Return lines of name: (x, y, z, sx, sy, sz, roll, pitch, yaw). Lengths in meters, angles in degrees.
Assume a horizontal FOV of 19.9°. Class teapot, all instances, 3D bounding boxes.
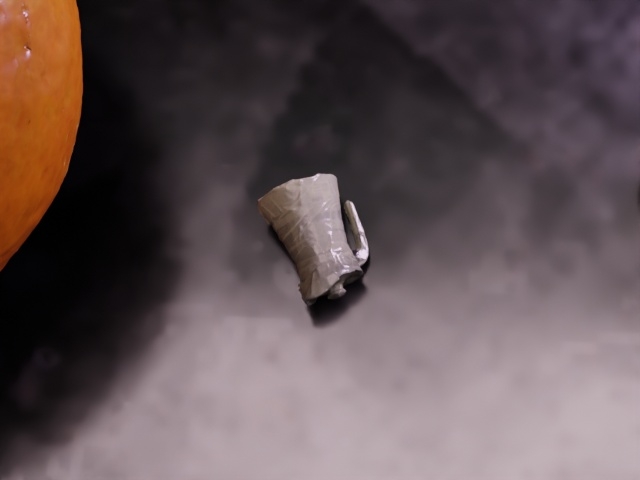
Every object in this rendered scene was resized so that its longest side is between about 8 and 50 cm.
teapot: (0.000, 0.000, 1.218, 0.067, 0.057, 0.083, -11, 74, -29)

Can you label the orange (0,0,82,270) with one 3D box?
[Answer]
orange: (-0.350, -0.110, 1.124, 0.424, 0.326, 0.423, 0, 98, 3)
